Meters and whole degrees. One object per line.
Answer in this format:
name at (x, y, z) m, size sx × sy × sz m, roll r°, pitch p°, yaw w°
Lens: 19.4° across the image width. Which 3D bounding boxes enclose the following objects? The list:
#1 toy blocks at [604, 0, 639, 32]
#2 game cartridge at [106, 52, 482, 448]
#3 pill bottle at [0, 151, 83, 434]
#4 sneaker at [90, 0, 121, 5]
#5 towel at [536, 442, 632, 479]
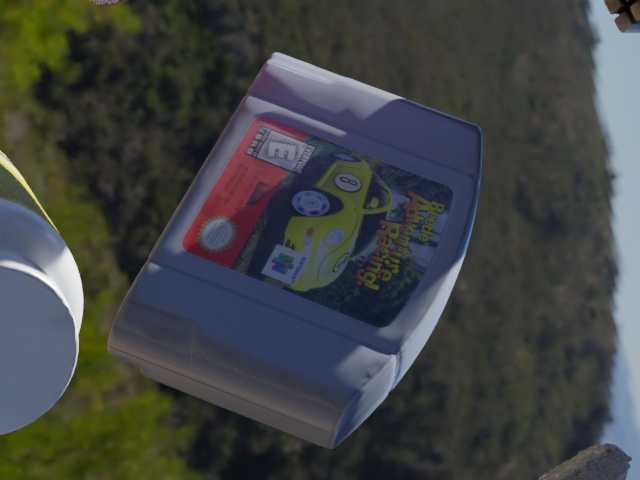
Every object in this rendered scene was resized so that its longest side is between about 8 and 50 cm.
toy blocks at (0.306, -0.268, 1.370) m, size 0.261 × 0.381 × 0.190 m, roll -7°, pitch 67°, yaw -46°
game cartridge at (0.000, 0.000, 1.316) m, size 0.060 × 0.196 × 0.294 m, roll 106°, pitch 8°, yaw -52°
pill bottle at (-0.303, 0.033, 1.549) m, size 0.334 × 0.188 × 0.188 m, roll 43°, pitch -25°, yaw 64°
sneaker at (-0.125, -0.240, 1.344) m, size 0.111 × 0.252 × 0.103 m, roll 42°, pitch 60°, yaw -32°
towel at (0.119, 0.251, 1.467) m, size 0.049 × 0.187 × 0.282 m, roll 52°, pitch -30°, yaw 11°
